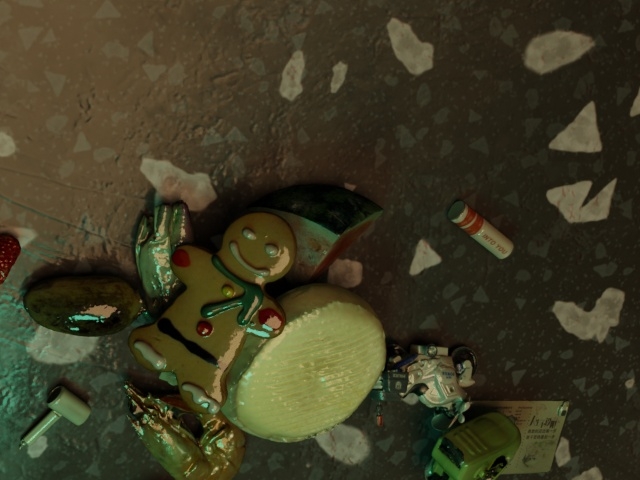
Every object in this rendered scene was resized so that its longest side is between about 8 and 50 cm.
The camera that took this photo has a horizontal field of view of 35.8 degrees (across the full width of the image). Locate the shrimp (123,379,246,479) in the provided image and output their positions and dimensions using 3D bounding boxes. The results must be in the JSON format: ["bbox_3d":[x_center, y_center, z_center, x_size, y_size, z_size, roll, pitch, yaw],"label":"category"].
[{"bbox_3d":[-0.219,0.302,1.593,0.267,0.061,0.145,45,81,-25],"label":"shrimp"}]

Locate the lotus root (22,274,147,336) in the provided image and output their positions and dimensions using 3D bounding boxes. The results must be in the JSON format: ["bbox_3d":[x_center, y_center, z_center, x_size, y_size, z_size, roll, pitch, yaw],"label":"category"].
[{"bbox_3d":[-0.344,0.096,1.454,0.179,0.080,0.089,0,108,-13],"label":"lotus root"}]

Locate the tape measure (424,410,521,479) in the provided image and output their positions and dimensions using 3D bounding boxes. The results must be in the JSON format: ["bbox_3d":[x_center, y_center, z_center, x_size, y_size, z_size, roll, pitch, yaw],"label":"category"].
[{"bbox_3d":[0.270,0.383,1.764,0.200,0.106,0.175,-20,142,-41],"label":"tape measure"}]

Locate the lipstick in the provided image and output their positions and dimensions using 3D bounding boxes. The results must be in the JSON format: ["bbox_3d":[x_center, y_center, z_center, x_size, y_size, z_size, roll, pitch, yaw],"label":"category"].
[{"bbox_3d":[0.272,-0.017,1.677,0.130,0.038,0.038,35,94,-28],"label":"lipstick"}]

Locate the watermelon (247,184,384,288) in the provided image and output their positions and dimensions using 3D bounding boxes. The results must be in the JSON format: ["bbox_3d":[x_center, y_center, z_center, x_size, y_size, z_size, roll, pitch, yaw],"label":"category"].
[{"bbox_3d":[-0.002,-0.024,1.570,0.207,0.136,0.202,-10,155,-46],"label":"watermelon"}]

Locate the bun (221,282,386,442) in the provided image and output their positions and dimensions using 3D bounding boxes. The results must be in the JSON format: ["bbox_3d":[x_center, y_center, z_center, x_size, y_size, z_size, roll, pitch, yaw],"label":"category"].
[{"bbox_3d":[-0.037,0.183,1.573,0.287,0.146,0.287,-13,125,-20],"label":"bun"}]

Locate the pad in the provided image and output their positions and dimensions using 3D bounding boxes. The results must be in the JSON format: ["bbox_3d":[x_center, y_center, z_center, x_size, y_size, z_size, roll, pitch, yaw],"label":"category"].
[{"bbox_3d":[0.343,0.373,1.865,0.265,0.009,0.159,4,108,-22],"label":"pad"}]

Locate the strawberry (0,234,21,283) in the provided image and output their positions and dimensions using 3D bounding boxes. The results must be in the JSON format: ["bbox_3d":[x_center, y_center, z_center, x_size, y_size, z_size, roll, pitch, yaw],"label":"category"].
[{"bbox_3d":[-0.462,0.023,1.395,0.083,0.073,0.073,-46,119,-16],"label":"strawberry"}]

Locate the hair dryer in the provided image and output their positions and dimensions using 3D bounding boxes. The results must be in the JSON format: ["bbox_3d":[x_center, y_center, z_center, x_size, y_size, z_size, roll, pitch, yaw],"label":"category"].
[{"bbox_3d":[-0.418,0.284,1.525,0.124,0.038,0.063,-44,118,5],"label":"hair dryer"}]

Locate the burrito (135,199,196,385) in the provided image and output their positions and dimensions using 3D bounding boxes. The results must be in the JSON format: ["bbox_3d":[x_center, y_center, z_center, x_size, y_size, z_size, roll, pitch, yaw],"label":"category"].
[{"bbox_3d":[-0.223,0.085,1.508,0.096,0.066,0.309,-14,114,-22],"label":"burrito"}]

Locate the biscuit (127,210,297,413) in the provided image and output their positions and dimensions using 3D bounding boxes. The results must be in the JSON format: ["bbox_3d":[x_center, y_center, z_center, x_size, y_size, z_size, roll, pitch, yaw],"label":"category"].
[{"bbox_3d":[-0.144,0.088,1.432,0.197,0.049,0.301,36,91,1],"label":"biscuit"}]

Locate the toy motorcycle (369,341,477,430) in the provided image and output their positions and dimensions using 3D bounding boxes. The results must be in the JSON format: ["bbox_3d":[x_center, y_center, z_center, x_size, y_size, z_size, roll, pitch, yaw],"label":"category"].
[{"bbox_3d":[0.178,0.252,1.712,0.221,0.102,0.150,7,85,-26],"label":"toy motorcycle"}]
